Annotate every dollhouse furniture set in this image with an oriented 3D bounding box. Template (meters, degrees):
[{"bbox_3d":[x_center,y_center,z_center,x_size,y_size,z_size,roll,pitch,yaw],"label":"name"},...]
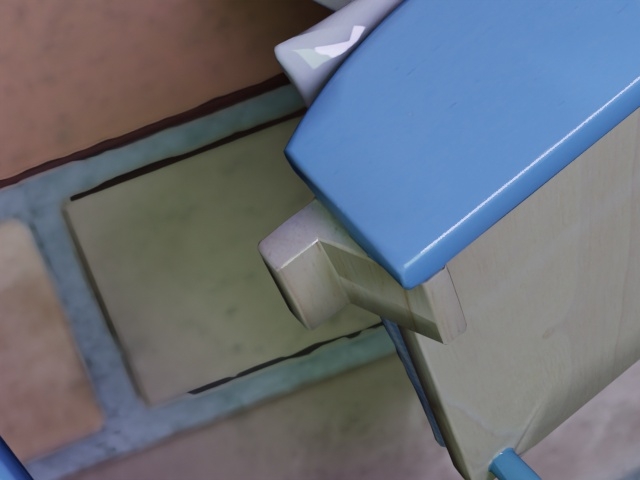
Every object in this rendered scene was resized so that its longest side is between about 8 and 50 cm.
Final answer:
[{"bbox_3d":[0.000,0.000,0.575,0.303,0.198,0.286,-39,151,-6],"label":"dollhouse furniture set"}]

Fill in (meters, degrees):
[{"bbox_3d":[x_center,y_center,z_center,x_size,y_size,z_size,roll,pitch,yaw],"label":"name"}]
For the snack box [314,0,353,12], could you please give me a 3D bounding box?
[{"bbox_3d":[0.098,-0.141,0.586,0.174,0.070,0.207,26,104,-21],"label":"snack box"}]
